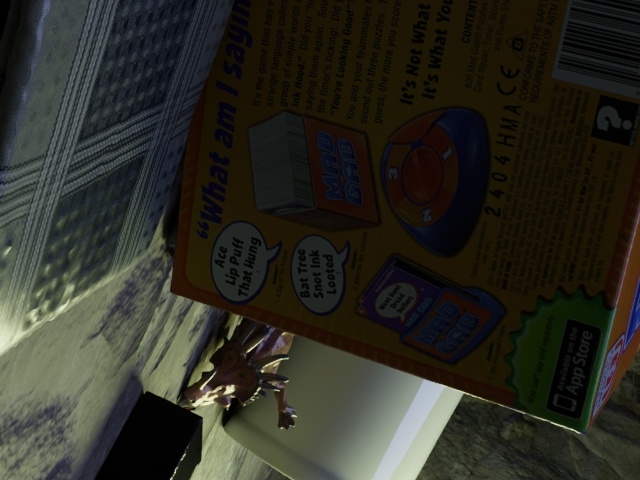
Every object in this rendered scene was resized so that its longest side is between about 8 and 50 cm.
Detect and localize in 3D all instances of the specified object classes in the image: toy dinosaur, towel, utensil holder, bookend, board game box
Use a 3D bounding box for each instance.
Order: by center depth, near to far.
[{"bbox_3d":[-0.146,-0.087,0.822,0.324,0.056,0.312,-67,170,22],"label":"towel"},{"bbox_3d":[0.132,-0.116,1.064,0.356,0.356,0.357,-32,136,-60],"label":"board game box"},{"bbox_3d":[-0.199,0.275,1.441,0.157,0.072,0.156,101,15,-63],"label":"bookend"},{"bbox_3d":[-0.075,0.127,1.739,0.200,0.127,0.296,82,25,-64],"label":"toy dinosaur"},{"bbox_3d":[0.071,0.234,2.145,0.385,0.327,0.327,-60,172,-5],"label":"utensil holder"}]

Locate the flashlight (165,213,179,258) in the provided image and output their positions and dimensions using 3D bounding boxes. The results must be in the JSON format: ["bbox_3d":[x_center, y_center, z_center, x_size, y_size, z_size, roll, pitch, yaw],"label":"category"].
[{"bbox_3d":[-0.040,-0.098,1.277,0.304,0.103,0.103,-60,137,-18],"label":"flashlight"}]
